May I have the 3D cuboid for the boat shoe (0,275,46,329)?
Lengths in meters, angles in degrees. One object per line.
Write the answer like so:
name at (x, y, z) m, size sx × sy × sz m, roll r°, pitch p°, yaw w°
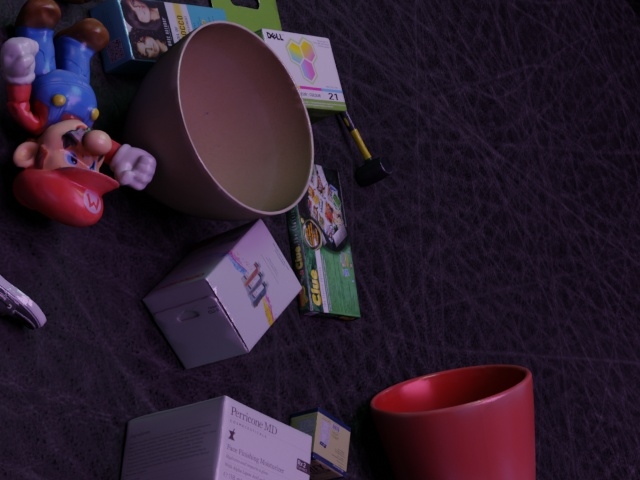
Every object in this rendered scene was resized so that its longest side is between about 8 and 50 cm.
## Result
boat shoe at (-0.399, 0.070, 1.730) m, size 0.142 × 0.049 × 0.040 m, roll 46°, pitch 61°, yaw -29°

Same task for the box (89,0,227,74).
box at (-0.231, -0.302, 2.110) m, size 0.244 × 0.060 × 0.100 m, roll -6°, pitch 79°, yaw -54°

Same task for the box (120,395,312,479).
box at (-0.137, 0.301, 1.853) m, size 0.181 × 0.182 × 0.119 m, roll 31°, pitch 51°, yaw -42°

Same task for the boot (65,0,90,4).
boot at (-0.379, -0.486, 1.965) m, size 0.262 × 0.095 × 0.203 m, roll 46°, pitch 42°, yaw -34°

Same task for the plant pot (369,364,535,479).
plant pot at (0.231, 0.353, 2.284) m, size 0.275 × 0.275 × 0.243 m, roll -20°, pitch 101°, yaw -55°

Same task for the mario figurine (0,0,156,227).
mario figurine at (-0.313, -0.169, 1.832) m, size 0.198 × 0.170 × 0.320 m, roll -3°, pitch 63°, yaw -13°

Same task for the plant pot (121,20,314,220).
plant pot at (-0.171, -0.146, 2.005) m, size 0.284 × 0.191 × 0.284 m, roll 28°, pitch 52°, yaw -44°

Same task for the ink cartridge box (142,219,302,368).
ink cartridge box at (-0.138, 0.077, 2.001) m, size 0.127 × 0.128 × 0.176 m, roll 61°, pitch 37°, yaw -15°

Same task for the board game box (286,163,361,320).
board game box at (0.000, 0.000, 2.311) m, size 0.136 × 0.030 × 0.259 m, roll 14°, pitch 63°, yaw -53°

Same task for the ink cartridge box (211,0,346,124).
ink cartridge box at (-0.074, -0.323, 2.301) m, size 0.189 × 0.097 × 0.255 m, roll -3°, pitch 78°, yaw -54°

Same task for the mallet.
mallet at (0.054, -0.182, 2.469) m, size 0.189 × 0.062 × 0.039 m, roll 56°, pitch 34°, yaw 5°

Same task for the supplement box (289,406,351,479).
supplement box at (-0.003, 0.312, 2.136) m, size 0.083 × 0.056 × 0.083 m, roll 38°, pitch 47°, yaw -38°
